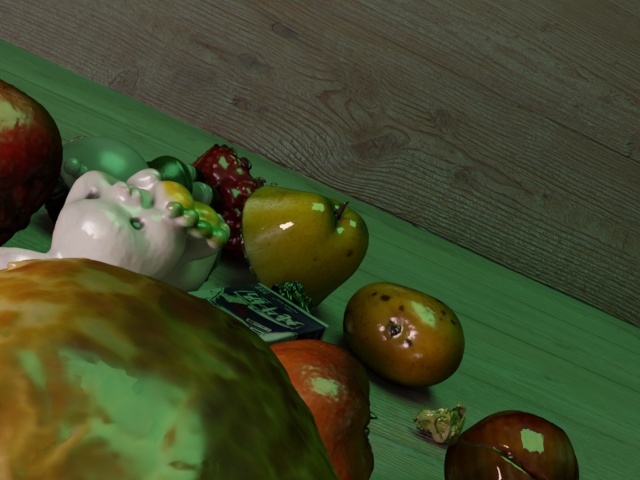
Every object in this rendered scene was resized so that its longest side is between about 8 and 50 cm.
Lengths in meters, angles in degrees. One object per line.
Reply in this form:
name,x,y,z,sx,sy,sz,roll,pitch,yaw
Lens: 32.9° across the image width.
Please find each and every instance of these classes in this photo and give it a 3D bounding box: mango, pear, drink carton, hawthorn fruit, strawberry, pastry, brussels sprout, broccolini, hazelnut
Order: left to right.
hawthorn fruit,-0.495,-0.127,1.414,0.300,0.254,0.254,42,12,3
pastry,-0.150,0.181,0.637,0.388,0.313,0.388,20,12,-5
strawberry,-0.193,-0.076,2.093,0.280,0.150,0.253,43,-14,26
drink carton,-0.103,0.138,1.508,0.134,0.102,0.222,33,14,20
hawthorn fruit,-0.052,0.201,1.174,0.225,0.197,0.196,3,11,1
broccolini,-0.042,0.142,1.792,0.091,0.068,0.203,8,33,-22
pear,-0.001,0.000,1.934,0.178,0.267,0.267,-15,-13,32
mango,0.131,0.148,1.848,0.191,0.160,0.290,15,9,-10
brussels sprout,0.181,0.275,1.628,0.085,0.058,0.085,-6,1,0
hazelnut,0.236,0.302,1.370,0.182,0.182,0.182,25,11,-5

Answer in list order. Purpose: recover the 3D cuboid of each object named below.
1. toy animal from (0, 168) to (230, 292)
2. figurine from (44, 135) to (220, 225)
toy animal,-0.257,0.010,1.385,0.183,0.247,0.310,49,11,7
figurine,-0.318,-0.084,1.826,0.281,0.167,0.370,53,27,21
